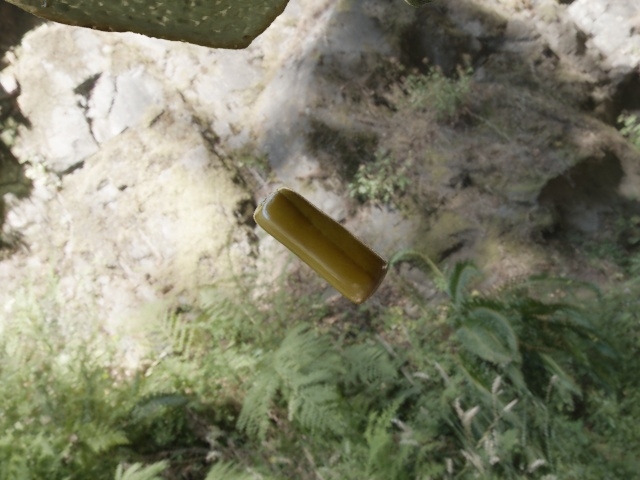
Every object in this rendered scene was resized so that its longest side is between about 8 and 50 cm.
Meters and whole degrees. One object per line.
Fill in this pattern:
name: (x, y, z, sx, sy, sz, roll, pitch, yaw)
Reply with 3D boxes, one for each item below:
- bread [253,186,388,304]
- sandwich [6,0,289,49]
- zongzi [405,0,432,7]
bread: (0.000, 0.000, 1.110, 0.092, 0.239, 0.074, -49, -7, -27)
sandwich: (-0.077, -0.241, 0.449, 0.254, 0.099, 0.289, 5, -23, -44)
zongzi: (0.117, -0.656, 1.400, 0.361, 0.322, 0.160, 0, -4, -27)
